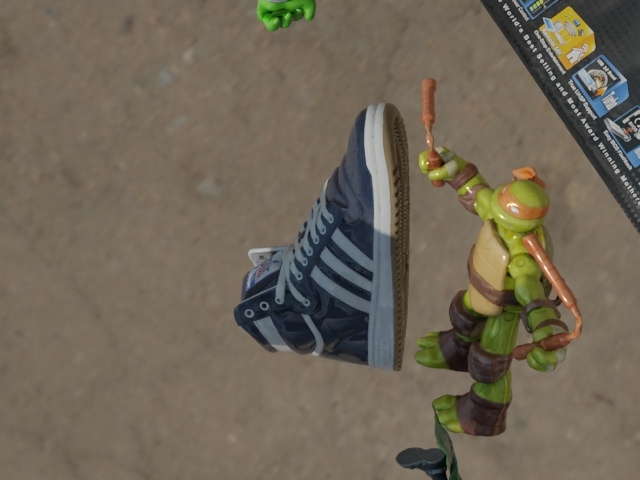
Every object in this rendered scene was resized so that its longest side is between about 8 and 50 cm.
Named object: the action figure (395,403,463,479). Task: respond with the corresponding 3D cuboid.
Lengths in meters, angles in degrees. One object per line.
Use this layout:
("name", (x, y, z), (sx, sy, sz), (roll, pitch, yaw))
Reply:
("action figure", (0.110, 0.249, 1.370), (0.063, 0.137, 0.232), (-15, 125, 10))

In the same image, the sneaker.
("sneaker", (0.000, 0.000, 1.661), (0.153, 0.099, 0.282), (5, 130, 8))

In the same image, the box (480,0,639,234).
("box", (0.223, -0.073, 0.841), (0.216, 0.060, 0.270), (-35, 87, 39))

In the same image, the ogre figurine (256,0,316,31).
("ogre figurine", (0.028, -0.229, 1.248), (0.197, 0.097, 0.118), (-19, 155, 10))

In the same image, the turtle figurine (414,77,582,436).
("turtle figurine", (0.126, 0.022, 1.383), (0.269, 0.087, 0.217), (-120, 32, -41))
